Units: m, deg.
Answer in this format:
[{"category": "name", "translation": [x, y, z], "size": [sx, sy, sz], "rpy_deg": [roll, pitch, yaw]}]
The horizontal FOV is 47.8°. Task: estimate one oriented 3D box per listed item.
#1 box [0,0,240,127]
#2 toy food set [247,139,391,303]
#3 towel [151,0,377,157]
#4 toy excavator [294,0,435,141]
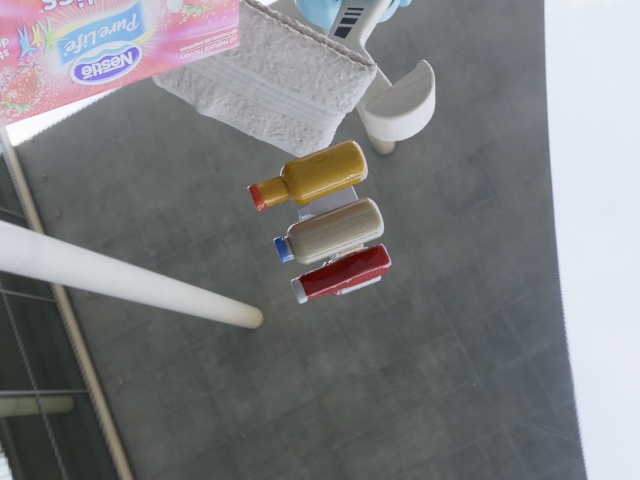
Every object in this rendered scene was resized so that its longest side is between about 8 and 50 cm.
[{"category": "box", "translation": [-0.238, -0.237, 0.689], "size": [0.300, 0.154, 0.142], "rpy_deg": [-26, -121, -24]}, {"category": "toy food set", "translation": [0.000, 0.000, 0.721], "size": [0.105, 0.232, 0.111], "rpy_deg": [-21, -105, -6]}, {"category": "towel", "translation": [-0.085, -0.225, 0.962], "size": [0.282, 0.187, 0.049], "rpy_deg": [24, -132, -14]}, {"category": "toy excavator", "translation": [0.059, -0.425, 1.250], "size": [0.433, 0.222, 0.445], "rpy_deg": [24, -103, 17]}]
